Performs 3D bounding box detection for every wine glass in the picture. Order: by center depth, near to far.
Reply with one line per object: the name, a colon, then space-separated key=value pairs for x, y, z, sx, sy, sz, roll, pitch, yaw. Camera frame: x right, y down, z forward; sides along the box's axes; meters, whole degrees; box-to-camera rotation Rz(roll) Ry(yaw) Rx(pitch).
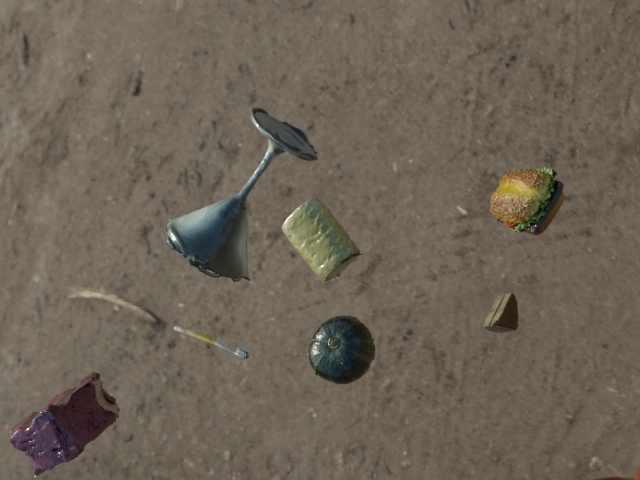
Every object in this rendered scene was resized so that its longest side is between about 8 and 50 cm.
wine glass: x=-0.112 y=-0.071 z=1.142 sx=0.232 sy=0.156 sz=0.156 roll=-53 pitch=51 yaw=19

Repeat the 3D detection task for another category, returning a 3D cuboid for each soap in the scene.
soap: x=-0.492 y=0.352 z=1.482 sx=0.182 sy=0.289 sz=0.112 roll=-37 pitch=93 yaw=-13

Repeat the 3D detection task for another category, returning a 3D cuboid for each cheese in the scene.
cheese: x=0.000 y=0.000 z=1.733 sx=0.167 sy=0.094 sz=0.123 roll=53 pitch=128 yaw=12

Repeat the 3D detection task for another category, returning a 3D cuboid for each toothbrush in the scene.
toothbrush: x=-0.336 y=0.306 z=2.348 sx=0.288 sy=0.021 sz=0.024 roll=16 pitch=116 yaw=27

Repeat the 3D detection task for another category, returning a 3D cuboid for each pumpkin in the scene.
pumpkin: x=0.060 y=0.301 z=2.113 sx=0.190 sy=0.146 sz=0.190 roll=-3 pitch=83 yaw=22

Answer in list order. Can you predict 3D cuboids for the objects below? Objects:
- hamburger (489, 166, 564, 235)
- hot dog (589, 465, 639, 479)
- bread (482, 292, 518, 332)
hamburger: x=0.390 y=-0.085 z=1.473 sx=0.137 sy=0.087 sz=0.166 roll=-60 pitch=18 yaw=2
hot dog: x=0.384 y=0.411 z=0.869 sx=0.367 sy=0.196 sz=0.365 roll=-27 pitch=20 yaw=31
bread: x=0.359 y=0.155 z=1.503 sx=0.043 sy=0.109 sz=0.062 roll=-20 pitch=107 yaw=43
